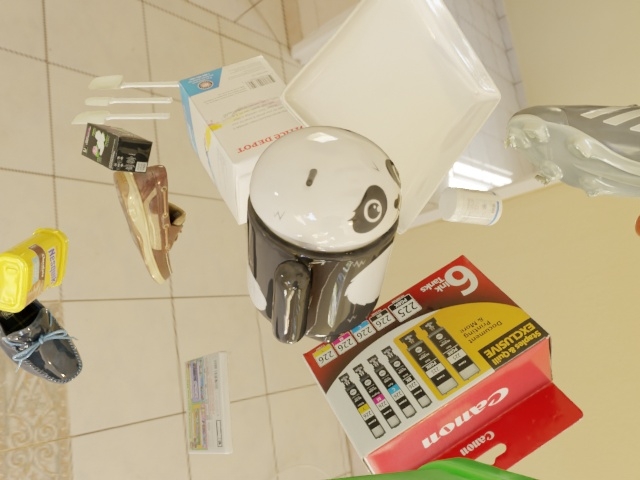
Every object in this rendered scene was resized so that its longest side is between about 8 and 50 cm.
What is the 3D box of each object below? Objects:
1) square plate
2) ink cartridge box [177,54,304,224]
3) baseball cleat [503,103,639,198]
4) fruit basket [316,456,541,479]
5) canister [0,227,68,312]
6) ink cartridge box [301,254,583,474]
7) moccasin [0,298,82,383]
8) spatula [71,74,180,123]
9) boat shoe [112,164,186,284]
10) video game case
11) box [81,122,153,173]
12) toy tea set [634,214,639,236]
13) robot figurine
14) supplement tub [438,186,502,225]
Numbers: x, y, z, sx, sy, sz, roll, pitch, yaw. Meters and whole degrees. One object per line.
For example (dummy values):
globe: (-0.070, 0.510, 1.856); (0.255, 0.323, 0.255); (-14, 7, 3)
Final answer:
square plate: (0.134, -0.247, 0.982); (0.344, 0.049, 0.347); (44, 76, -30)
ink cartridge box: (-0.126, -0.183, 1.037); (0.171, 0.168, 0.232); (-23, 59, -19)
baseball cleat: (0.244, -0.074, 0.410); (0.109, 0.206, 0.072); (-49, 141, -14)
fruit basket: (0.102, 0.308, 0.260); (0.392, 0.283, 0.391); (4, 84, -38)
canister: (-0.576, 0.057, 1.132); (0.170, 0.073, 0.126); (-88, -169, -73)
ink cartridge box: (0.175, 0.211, 0.840); (0.272, 0.309, 0.130); (51, -10, 47)
moccasin: (-0.644, 0.188, 1.217); (0.342, 0.117, 0.137); (53, 57, -24)
spatula: (-0.457, -0.340, 1.357); (0.019, 0.242, 0.168); (78, 15, -50)
boat shoe: (-0.349, -0.031, 1.238); (0.123, 0.342, 0.123); (-23, 53, -20)
video game case: (-0.254, 0.367, 1.277); (0.023, 0.193, 0.212); (5, 70, -36)
box: (-0.303, -0.137, 0.844); (0.062, 0.083, 0.052); (-2, 113, -55)
toy tea set: (0.727, -0.018, 1.011); (0.124, 0.200, 0.336); (15, 19, -11)
robot figurine: (0.002, 0.002, 0.665); (0.174, 0.278, 0.209); (-11, 47, -18)
supplement tub: (0.298, -0.068, 1.128); (0.107, 0.071, 0.071); (5, 69, -19)
